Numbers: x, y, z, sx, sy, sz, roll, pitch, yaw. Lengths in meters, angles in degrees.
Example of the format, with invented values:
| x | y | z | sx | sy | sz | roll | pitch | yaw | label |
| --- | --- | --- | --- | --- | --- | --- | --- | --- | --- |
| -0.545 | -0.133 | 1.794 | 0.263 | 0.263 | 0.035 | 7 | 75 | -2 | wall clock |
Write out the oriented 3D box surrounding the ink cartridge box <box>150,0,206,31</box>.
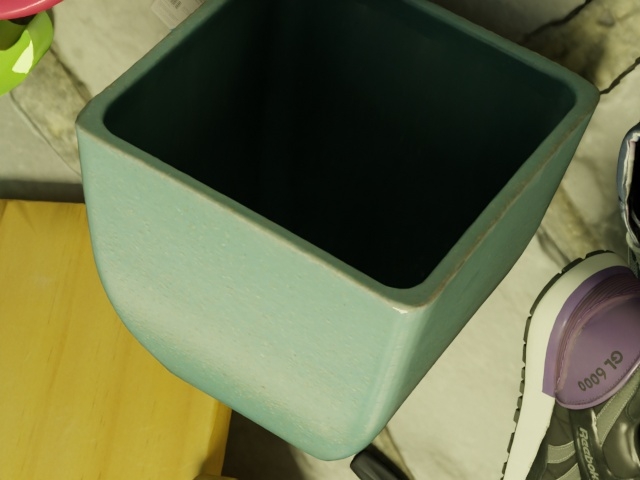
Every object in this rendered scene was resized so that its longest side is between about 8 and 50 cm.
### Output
| x | y | z | sx | sy | sz | roll | pitch | yaw | label |
| --- | --- | --- | --- | --- | --- | --- | --- | --- | --- |
| -0.077 | -0.179 | 1.391 | 0.048 | 0.028 | 0.083 | 47 | 127 | 4 | ink cartridge box |

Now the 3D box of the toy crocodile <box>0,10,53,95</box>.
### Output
| x | y | z | sx | sy | sz | roll | pitch | yaw | label |
| --- | --- | --- | --- | --- | --- | --- | --- | --- | --- |
| -0.339 | -0.241 | 1.466 | 0.105 | 0.115 | 0.340 | -38 | 92 | 32 | toy crocodile |

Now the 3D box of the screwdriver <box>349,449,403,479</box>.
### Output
| x | y | z | sx | sy | sz | roll | pitch | yaw | label |
| --- | --- | --- | --- | --- | --- | --- | --- | --- | --- |
| 0.089 | 0.219 | 1.479 | 0.170 | 0.024 | 0.025 | 41 | 154 | 6 | screwdriver |

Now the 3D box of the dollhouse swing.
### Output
| x | y | z | sx | sy | sz | roll | pitch | yaw | label |
| --- | --- | --- | --- | --- | --- | --- | --- | --- | --- |
| -0.158 | 0.172 | 1.579 | 0.347 | 0.305 | 0.315 | 3 | 154 | 29 | dollhouse swing |

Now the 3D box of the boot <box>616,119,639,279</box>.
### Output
| x | y | z | sx | sy | sz | roll | pitch | yaw | label |
| --- | --- | --- | --- | --- | --- | --- | --- | --- | --- |
| 0.218 | 0.001 | 1.263 | 0.069 | 0.086 | 0.190 | 5 | 114 | 28 | boot |

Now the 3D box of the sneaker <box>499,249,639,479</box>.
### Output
| x | y | z | sx | sy | sz | roll | pitch | yaw | label |
| --- | --- | --- | --- | --- | --- | --- | --- | --- | --- |
| 0.193 | 0.150 | 1.283 | 0.124 | 0.107 | 0.283 | 41 | 149 | 37 | sneaker |

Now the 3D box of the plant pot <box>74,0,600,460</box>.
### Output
| x | y | z | sx | sy | sz | roll | pitch | yaw | label |
| --- | --- | --- | --- | --- | --- | --- | --- | --- | --- |
| 0.000 | 0.000 | 1.303 | 0.248 | 0.247 | 0.252 | 29 | 139 | 17 | plant pot |

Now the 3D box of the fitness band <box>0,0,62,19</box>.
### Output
| x | y | z | sx | sy | sz | roll | pitch | yaw | label |
| --- | --- | --- | --- | --- | --- | --- | --- | --- | --- |
| -0.253 | -0.295 | 1.379 | 0.209 | 0.054 | 0.291 | -35 | 90 | 13 | fitness band |
